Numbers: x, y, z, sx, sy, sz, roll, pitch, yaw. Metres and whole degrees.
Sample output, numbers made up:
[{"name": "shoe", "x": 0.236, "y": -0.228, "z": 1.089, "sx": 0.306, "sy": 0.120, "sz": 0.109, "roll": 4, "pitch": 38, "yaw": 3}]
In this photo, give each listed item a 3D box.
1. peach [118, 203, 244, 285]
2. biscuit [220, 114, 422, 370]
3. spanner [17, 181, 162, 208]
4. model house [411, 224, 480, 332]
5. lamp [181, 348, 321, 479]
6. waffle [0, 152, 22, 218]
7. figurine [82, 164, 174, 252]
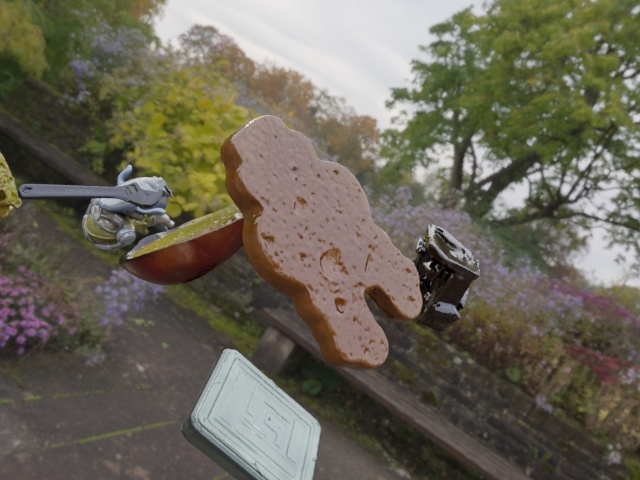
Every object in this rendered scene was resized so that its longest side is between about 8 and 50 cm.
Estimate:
[{"name": "peach", "x": -0.154, "y": 0.001, "z": 0.878, "sx": 0.068, "sy": 0.280, "sz": 0.189, "roll": 65, "pitch": 33, "yaw": -16}, {"name": "biscuit", "x": 0.000, "y": 0.000, "z": 0.769, "sx": 0.047, "sy": 0.202, "sz": 0.333, "roll": -21, "pitch": -70, "yaw": 47}, {"name": "spanner", "x": -0.349, "y": -0.070, "z": 0.952, "sx": 0.209, "sy": 0.012, "sz": 0.046, "roll": 1, "pitch": 55, "yaw": -14}, {"name": "model house", "x": 0.217, "y": 0.081, "z": 1.180, "sx": 0.141, "sy": 0.164, "sz": 0.203, "roll": 33, "pitch": 18, "yaw": 7}, {"name": "lamp", "x": -0.114, "y": 0.348, "z": 1.160, "sx": 0.266, "sy": 0.047, "sz": 0.269, "roll": 43, "pitch": 17, "yaw": -9}, {"name": "waffle", "x": -0.763, "y": -0.132, "z": 1.389, "sx": 0.161, "sy": 0.210, "sz": 0.055, "roll": 2, "pitch": 33, "yaw": 16}, {"name": "figurine", "x": -0.371, "y": -0.054, "z": 1.233, "sx": 0.128, "sy": 0.184, "sz": 0.208, "roll": 50, "pitch": 3, "yaw": 17}]
